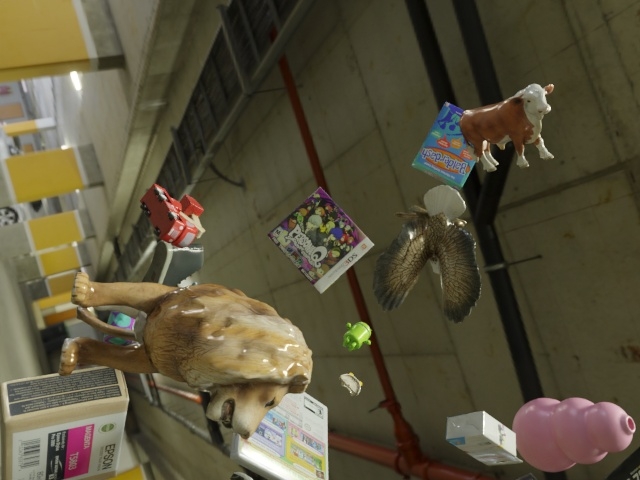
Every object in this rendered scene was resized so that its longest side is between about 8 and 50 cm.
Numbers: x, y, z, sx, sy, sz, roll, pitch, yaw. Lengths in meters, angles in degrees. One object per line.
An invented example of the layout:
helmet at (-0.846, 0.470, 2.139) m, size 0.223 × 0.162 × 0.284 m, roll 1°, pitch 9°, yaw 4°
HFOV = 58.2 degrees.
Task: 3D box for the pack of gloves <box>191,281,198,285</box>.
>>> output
pack of gloves at (-0.365, 0.217, 1.966) m, size 0.195 × 0.046 × 0.232 m, roll 48°, pitch -21°, yaw -2°

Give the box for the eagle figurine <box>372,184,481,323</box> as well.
eagle figurine at (0.281, 0.038, 1.430) m, size 0.225 × 0.298 × 0.226 m, roll 41°, pitch -43°, yaw -20°

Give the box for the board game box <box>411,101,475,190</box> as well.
board game box at (0.386, -0.276, 1.683) m, size 0.160 × 0.210 × 0.047 m, roll 28°, pitch -6°, yaw 4°

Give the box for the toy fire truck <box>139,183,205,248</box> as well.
toy fire truck at (-0.256, -0.040, 1.047) m, size 0.047 × 0.135 × 0.192 m, roll -49°, pitch -135°, yaw 7°

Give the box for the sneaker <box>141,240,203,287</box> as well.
sneaker at (-0.379, 0.100, 1.474) m, size 0.083 × 0.118 × 0.222 m, roll 51°, pitch -57°, yaw 37°

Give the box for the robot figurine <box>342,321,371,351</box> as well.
robot figurine at (0.123, 0.320, 1.934) m, size 0.101 × 0.115 × 0.067 m, roll 38°, pitch -42°, yaw 16°

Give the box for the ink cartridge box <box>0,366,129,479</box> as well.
ink cartridge box at (-0.450, 0.338, 1.005) m, size 0.088 × 0.193 × 0.234 m, roll 53°, pitch -44°, yaw 42°

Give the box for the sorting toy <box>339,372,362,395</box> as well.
sorting toy at (0.100, 0.497, 1.962) m, size 0.083 × 0.045 × 0.075 m, roll 43°, pitch -38°, yaw 17°

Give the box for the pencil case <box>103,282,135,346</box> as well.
pencil case at (-0.454, 0.174, 1.339) m, size 0.064 × 0.070 × 0.151 m, roll 74°, pitch 11°, yaw -48°

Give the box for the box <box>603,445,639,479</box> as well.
box at (0.804, 0.403, 1.155) m, size 0.394 × 0.318 × 0.097 m, roll 99°, pitch -22°, yaw -44°

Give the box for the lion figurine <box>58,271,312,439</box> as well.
lion figurine at (-0.178, 0.112, 0.694) m, size 0.392 × 0.240 × 0.142 m, roll -177°, pitch -83°, yaw -67°

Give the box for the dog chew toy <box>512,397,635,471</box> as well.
dog chew toy at (0.714, 0.539, 1.622) m, size 0.332 × 0.207 × 0.206 m, roll -30°, pitch -103°, yaw 47°

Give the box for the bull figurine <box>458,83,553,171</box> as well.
bull figurine at (0.467, -0.274, 1.420) m, size 0.310 × 0.101 × 0.188 m, roll 8°, pitch -61°, yaw 65°

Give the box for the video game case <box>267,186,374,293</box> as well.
video game case at (0.000, 0.000, 1.651) m, size 0.232 × 0.210 × 0.042 m, roll 48°, pitch -5°, yaw 5°

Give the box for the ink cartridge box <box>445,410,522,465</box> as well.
ink cartridge box at (0.401, 0.484, 1.398) m, size 0.104 × 0.181 × 0.061 m, roll -25°, pitch -141°, yaw 39°

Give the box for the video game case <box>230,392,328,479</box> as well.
video game case at (-0.063, 0.328, 0.994) m, size 0.023 × 0.212 × 0.193 m, roll -34°, pitch -148°, yaw 24°

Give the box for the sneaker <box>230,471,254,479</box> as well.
sneaker at (-0.248, 0.878, 2.010) m, size 0.178 × 0.077 × 0.072 m, roll 22°, pitch -33°, yaw 23°

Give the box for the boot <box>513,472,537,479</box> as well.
boot at (0.211, 0.449, 0.740) m, size 0.096 × 0.280 × 0.264 m, roll 56°, pitch 1°, yaw -16°
